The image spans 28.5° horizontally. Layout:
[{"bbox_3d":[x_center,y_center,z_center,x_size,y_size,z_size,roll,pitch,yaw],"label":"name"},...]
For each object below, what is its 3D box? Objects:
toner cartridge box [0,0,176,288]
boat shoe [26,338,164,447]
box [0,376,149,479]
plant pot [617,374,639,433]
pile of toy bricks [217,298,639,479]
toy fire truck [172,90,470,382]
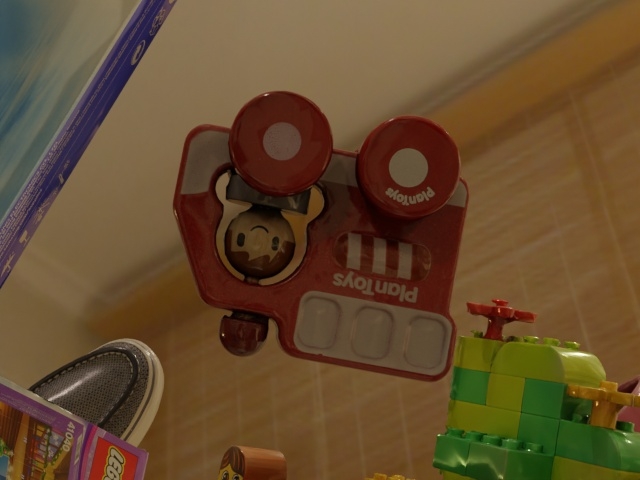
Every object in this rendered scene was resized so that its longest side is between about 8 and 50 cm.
[{"bbox_3d":[-0.186,-0.107,0.646,0.165,0.347,0.075,28,-14,0],"label":"toner cartridge box"},{"bbox_3d":[-0.309,0.209,1.270,0.340,0.127,0.158,-45,-28,-14],"label":"boat shoe"},{"bbox_3d":[-0.229,0.233,0.801,0.057,0.293,0.201,-22,-45,38],"label":"box"},{"bbox_3d":[0.239,0.234,0.978,0.180,0.201,0.201,48,-54,9],"label":"plant pot"},{"bbox_3d":[0.051,0.069,0.347,0.118,0.105,0.212,13,-7,-34],"label":"pile of toy bricks"},{"bbox_3d":[0.000,0.000,1.255,0.302,0.253,0.169,10,-6,-5],"label":"toy fire truck"}]
